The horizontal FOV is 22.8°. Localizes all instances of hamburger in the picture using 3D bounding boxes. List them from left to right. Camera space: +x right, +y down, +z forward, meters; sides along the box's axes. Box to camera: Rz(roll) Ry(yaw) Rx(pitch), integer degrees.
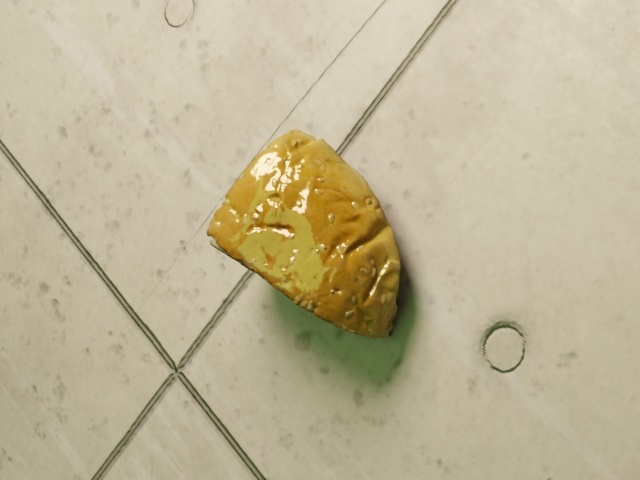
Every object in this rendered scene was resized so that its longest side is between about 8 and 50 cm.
[{"bbox_3d":[0.000,0.000,1.616,0.207,0.135,0.155,44,110,29],"label":"hamburger"}]
